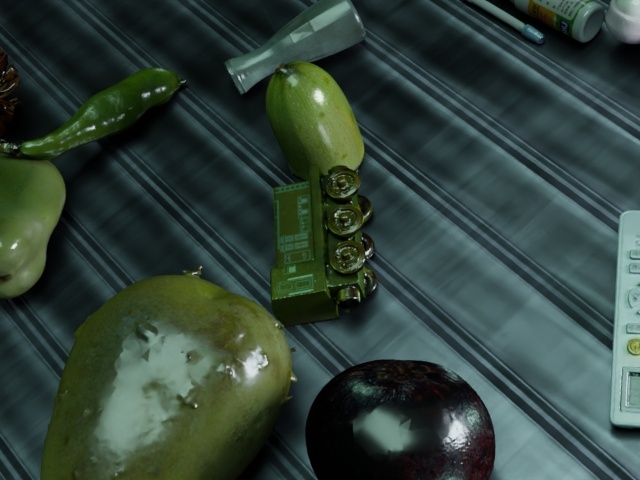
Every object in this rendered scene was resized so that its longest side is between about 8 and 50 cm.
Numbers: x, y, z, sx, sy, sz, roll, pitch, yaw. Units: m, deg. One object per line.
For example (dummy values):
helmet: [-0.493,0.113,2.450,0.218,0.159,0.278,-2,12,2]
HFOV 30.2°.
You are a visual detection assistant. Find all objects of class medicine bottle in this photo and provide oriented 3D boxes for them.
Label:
medicine bottle: [0.311,-0.355,1.769,0.220,0.061,0.092,37,91,33]

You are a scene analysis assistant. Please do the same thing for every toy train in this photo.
toy train: [0.000,0.000,1.583,0.137,0.090,0.225,-11,54,11]

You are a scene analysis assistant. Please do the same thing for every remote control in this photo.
remote control: [0.410,0.093,1.438,0.103,0.051,0.293,2,60,16]

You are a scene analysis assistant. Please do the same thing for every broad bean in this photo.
broad bean: [-0.340,-0.193,1.780,0.318,0.056,0.098,-21,69,-24]
broad bean: [-0.462,-0.027,1.716,0.189,0.121,0.263,-11,40,11]

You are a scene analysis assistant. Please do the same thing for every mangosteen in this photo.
mangosteen: [0.094,0.241,1.336,0.216,0.216,0.216,-7,55,10]

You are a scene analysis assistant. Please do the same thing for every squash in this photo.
squash: [-0.015,-0.178,1.654,0.123,0.187,0.123,-11,49,13]

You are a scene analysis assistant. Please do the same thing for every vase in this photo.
vase: [-0.042,-0.296,1.806,0.214,0.086,0.086,-28,54,0]

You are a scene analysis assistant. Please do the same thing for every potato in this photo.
potato: [-0.202,0.204,1.414,0.269,0.219,0.359,29,69,21]

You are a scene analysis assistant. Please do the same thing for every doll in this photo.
doll: [0.471,-0.382,1.714,0.160,0.094,0.365,5,49,-11]

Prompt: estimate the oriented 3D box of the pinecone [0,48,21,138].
pinecone: [-0.562,-0.227,1.812,0.221,0.221,0.221,-7,55,10]
